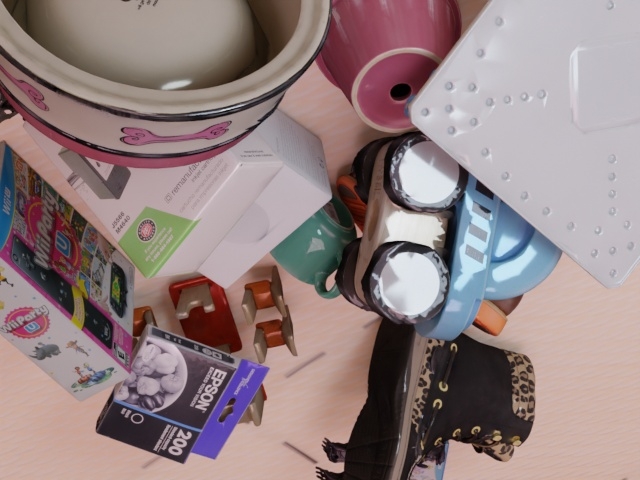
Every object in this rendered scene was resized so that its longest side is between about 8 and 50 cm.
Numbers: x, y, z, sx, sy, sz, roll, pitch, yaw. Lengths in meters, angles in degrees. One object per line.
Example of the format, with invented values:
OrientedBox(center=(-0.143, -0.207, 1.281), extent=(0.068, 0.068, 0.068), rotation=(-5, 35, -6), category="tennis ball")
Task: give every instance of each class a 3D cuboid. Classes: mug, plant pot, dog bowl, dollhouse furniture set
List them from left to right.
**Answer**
OrientedBox(center=(-0.200, -0.256, 1.391), extent=(0.407, 0.408, 0.150), rotation=(6, 147, -13), category="dog bowl")
OrientedBox(center=(-0.167, 0.167, 1.961), extent=(0.261, 0.135, 0.259), rotation=(-13, 121, 3), category="dollhouse furniture set")
OrientedBox(center=(0.000, -0.006, 1.792), extent=(0.158, 0.129, 0.097), rotation=(46, 114, -2), category="mug")
OrientedBox(center=(0.091, -0.240, 1.574), extent=(0.201, 0.180, 0.201), rotation=(-5, 131, -5), category="plant pot")

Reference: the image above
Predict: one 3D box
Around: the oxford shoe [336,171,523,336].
OrientedBox(center=(0.172, -0.008, 1.858), extent=(0.363, 0.130, 0.133), rotation=(40, 83, -27), category="oxford shoe")

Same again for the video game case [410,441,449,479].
OrientedBox(center=(0.148, 0.411, 2.271), extent=(0.166, 0.015, 0.119), rotation=(-2, 131, -7), category="video game case")

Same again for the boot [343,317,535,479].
OrientedBox(center=(0.198, 0.311, 2.001), extent=(0.284, 0.378, 0.138), rotation=(20, 162, -31), category="boot")

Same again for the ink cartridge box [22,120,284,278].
OrientedBox(center=(-0.211, -0.119, 1.526), extent=(0.198, 0.273, 0.114), rotation=(-49, 162, 22), category="ink cartridge box")

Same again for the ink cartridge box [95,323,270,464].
OrientedBox(center=(-0.212, 0.247, 1.899), extent=(0.208, 0.045, 0.206), rotation=(21, 116, -17), category="ink cartridge box")

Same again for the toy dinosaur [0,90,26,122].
OrientedBox(center=(-0.392, -0.265, 1.511), extent=(0.321, 0.164, 0.218), rotation=(20, 111, -17), category="toy dinosaur")

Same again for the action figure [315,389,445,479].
OrientedBox(center=(0.123, 0.330, 2.121), extent=(0.275, 0.141, 0.164), rotation=(-18, 128, -28), category="action figure")

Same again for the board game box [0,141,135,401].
OrientedBox(center=(-0.388, 0.046, 1.731), extent=(0.097, 0.224, 0.303), rotation=(-27, 130, 17), category="board game box")

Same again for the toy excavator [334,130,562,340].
OrientedBox(center=(0.278, -0.065, 1.678), extent=(0.445, 0.222, 0.433), rotation=(11, 89, -12), category="toy excavator")

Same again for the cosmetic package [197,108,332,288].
OrientedBox(center=(-0.145, -0.089, 1.702), extent=(0.224, 0.138, 0.224), rotation=(-40, 127, 24), category="cosmetic package")

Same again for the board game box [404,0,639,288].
OrientedBox(center=(0.349, -0.198, 1.532), extent=(0.390, 0.050, 0.390), rotation=(37, 90, -24), category="board game box")
